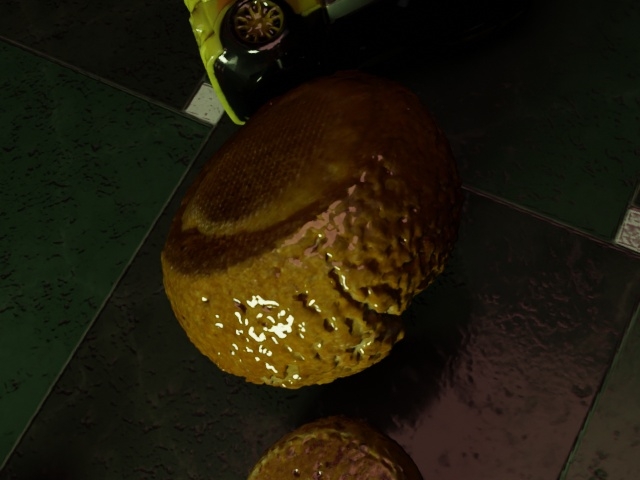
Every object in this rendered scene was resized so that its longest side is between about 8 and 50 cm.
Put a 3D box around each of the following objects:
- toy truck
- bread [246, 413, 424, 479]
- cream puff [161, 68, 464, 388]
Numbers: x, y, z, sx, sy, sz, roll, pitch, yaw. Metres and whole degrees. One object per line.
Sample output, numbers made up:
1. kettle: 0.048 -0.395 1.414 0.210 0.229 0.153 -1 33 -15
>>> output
1. toy truck: 0.043 -0.301 1.011 0.405 0.181 0.254 -26 67 -1
2. bread: 0.014 0.254 0.848 0.193 0.064 0.193 -6 68 16
3. cream puff: 0.000 0.000 0.867 0.303 0.212 0.303 -26 36 21
